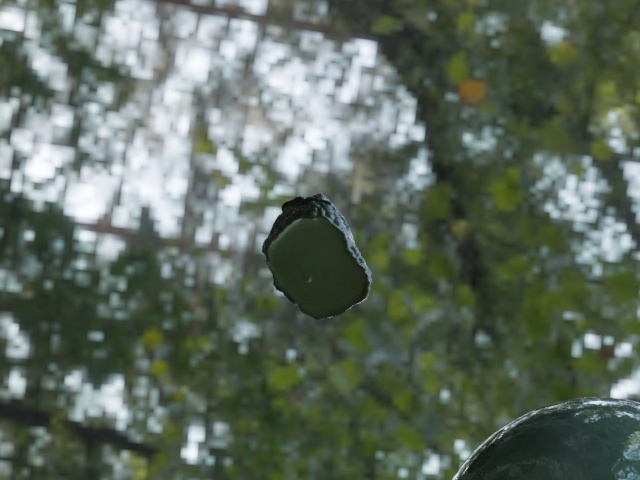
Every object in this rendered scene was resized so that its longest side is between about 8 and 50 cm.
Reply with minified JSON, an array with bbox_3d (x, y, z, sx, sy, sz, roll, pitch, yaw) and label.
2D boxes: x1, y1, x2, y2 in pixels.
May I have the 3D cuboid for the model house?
[{"bbox_3d":[0.000,0.000,1.351,0.066,0.079,0.083,-29,-158,21],"label":"model house"}]

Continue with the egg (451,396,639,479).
[{"bbox_3d":[0.150,0.175,1.102,0.168,0.231,0.168,4,-81,30],"label":"egg"}]
